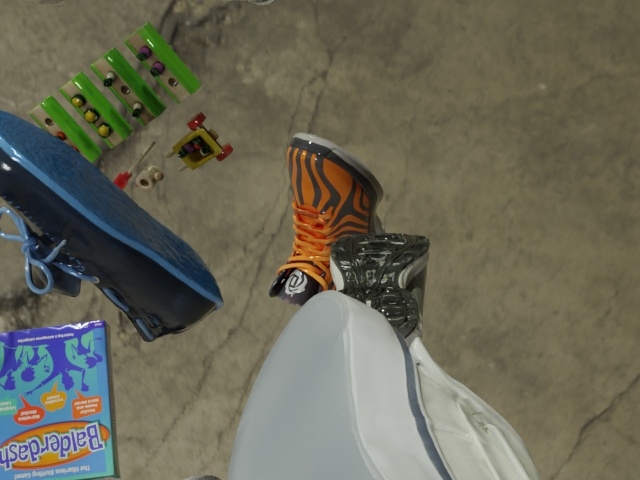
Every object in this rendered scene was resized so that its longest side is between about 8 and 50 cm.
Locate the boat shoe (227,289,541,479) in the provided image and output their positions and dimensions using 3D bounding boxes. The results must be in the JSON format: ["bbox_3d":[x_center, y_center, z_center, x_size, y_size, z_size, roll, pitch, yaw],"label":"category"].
[{"bbox_3d":[0.061,0.140,0.518,0.156,0.367,0.136,29,97,-18],"label":"boat shoe"}]

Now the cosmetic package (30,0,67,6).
[{"bbox_3d":[-0.291,-0.375,1.217,0.153,0.296,0.129,6,77,-36],"label":"cosmetic package"}]

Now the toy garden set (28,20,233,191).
[{"bbox_3d":[-0.257,-0.148,1.515,0.204,0.244,0.049,50,34,-18],"label":"toy garden set"}]

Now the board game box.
[{"bbox_3d":[-0.355,0.220,1.488,0.160,0.047,0.210,-8,72,-1],"label":"board game box"}]

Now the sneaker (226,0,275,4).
[{"bbox_3d":[-0.108,-0.336,1.471,0.135,0.058,0.052,2,95,37],"label":"sneaker"}]

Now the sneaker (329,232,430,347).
[{"bbox_3d":[0.056,0.070,1.107,0.100,0.108,0.271,0,27,8],"label":"sneaker"}]

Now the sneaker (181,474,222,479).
[{"bbox_3d":[-0.270,0.511,1.661,0.366,0.137,0.210,-25,107,1],"label":"sneaker"}]

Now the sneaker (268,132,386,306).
[{"bbox_3d":[0.000,0.000,1.525,0.124,0.321,0.180,22,68,27],"label":"sneaker"}]

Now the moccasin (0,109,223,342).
[{"bbox_3d":[-0.228,0.012,1.087,0.117,0.342,0.138,-38,40,8],"label":"moccasin"}]
